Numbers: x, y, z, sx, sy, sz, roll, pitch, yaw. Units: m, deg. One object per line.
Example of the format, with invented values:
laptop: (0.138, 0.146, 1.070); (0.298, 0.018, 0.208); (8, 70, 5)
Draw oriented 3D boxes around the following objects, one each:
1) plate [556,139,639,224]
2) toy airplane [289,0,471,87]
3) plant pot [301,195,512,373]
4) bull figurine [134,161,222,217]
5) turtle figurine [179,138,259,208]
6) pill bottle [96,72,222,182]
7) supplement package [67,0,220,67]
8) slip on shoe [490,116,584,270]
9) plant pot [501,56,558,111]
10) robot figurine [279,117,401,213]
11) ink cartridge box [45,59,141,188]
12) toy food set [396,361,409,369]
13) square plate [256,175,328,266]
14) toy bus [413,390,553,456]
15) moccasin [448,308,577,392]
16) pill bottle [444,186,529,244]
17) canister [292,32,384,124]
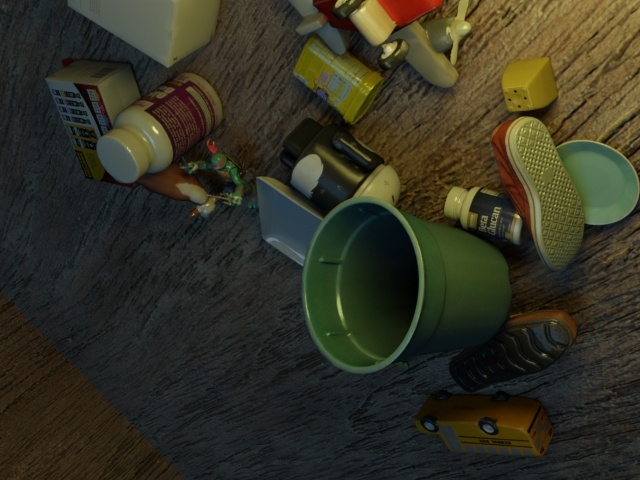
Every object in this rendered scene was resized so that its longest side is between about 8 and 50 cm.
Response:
plate: (0.514, -0.113, 1.568); (0.188, 0.024, 0.188); (21, 136, 23)
toy airplane: (0.096, -0.461, 1.467); (0.384, 0.272, 0.386); (40, 177, 19)
plant pot: (0.194, 0.095, 1.688); (0.341, 0.334, 0.341); (-6, 82, 48)
bull figurine: (-0.398, -0.161, 2.119); (0.310, 0.101, 0.188); (32, -178, -43)
turtle figurine: (-0.233, -0.155, 2.023); (0.175, 0.118, 0.234); (41, 179, 26)
pill bottle: (-0.382, -0.264, 1.951); (0.169, 0.301, 0.169); (21, 135, 23)
supplement package: (-0.384, -0.549, 1.805); (0.293, 0.175, 0.178); (33, 137, 12)
slip on shoe: (0.416, -0.090, 1.578); (0.331, 0.123, 0.101); (62, 163, -23)
plant pot: (0.373, -0.275, 1.496); (0.081, 0.083, 0.082); (1, 124, 39)
robot figurine: (0.046, -0.147, 1.811); (0.278, 0.209, 0.174); (38, 104, 7)
ink cartridge box: (-0.599, -0.318, 2.217); (0.271, 0.130, 0.310); (12, 131, 33)
toy food set: (0.183, 0.264, 2.151); (0.132, 0.038, 0.192); (24, 136, 21)
square plate: (0.000, 0.000, 2.001); (0.347, 0.049, 0.344); (32, 159, 13)
toy bus: (0.407, 0.467, 2.093); (0.332, 0.108, 0.130); (-10, 119, 43)
moccasin: (0.442, 0.239, 1.851); (0.139, 0.147, 0.380); (48, 146, 8)
pill bottle: (0.346, -0.057, 1.698); (0.169, 0.094, 0.094); (18, 134, 27)
canister: (0.034, -0.342, 1.723); (0.170, 0.073, 0.126); (40, 140, 6)
